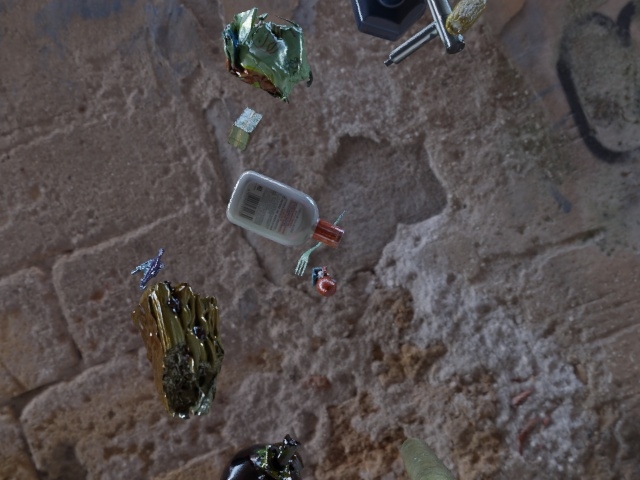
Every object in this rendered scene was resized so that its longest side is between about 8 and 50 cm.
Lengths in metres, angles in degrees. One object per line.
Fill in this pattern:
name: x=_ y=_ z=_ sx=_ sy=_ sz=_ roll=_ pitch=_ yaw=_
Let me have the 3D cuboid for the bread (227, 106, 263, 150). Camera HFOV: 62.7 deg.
bread: x=-0.264 y=-0.396 z=1.859 sx=0.084 sy=0.074 sz=0.139 roll=-59 pitch=7 yaw=44

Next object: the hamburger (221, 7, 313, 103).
hamburger: x=-0.127 y=-0.522 z=1.428 sx=0.150 sy=0.260 sz=0.276 roll=-46 pitch=7 yaw=40

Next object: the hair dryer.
hair dryer: x=0.321 y=-0.745 z=1.768 sx=0.284 sy=0.320 sz=0.155 roll=-12 pitch=-15 yaw=23

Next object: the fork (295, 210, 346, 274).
fork: x=-0.001 y=-0.001 z=1.484 sx=0.039 sy=0.021 sz=0.235 roll=18 pitch=67 yaw=48

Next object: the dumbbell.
dumbbell: x=0.139 y=-0.472 z=0.929 sx=0.160 sy=0.144 sz=0.325 roll=-43 pitch=3 yaw=2

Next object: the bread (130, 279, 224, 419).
bread: x=-0.365 y=0.294 z=1.436 sx=0.191 sy=0.370 sz=0.314 roll=-15 pitch=-7 yaw=-33

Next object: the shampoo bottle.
shampoo bottle: x=-0.062 y=-0.045 z=0.992 sx=0.051 sy=0.221 sz=0.108 roll=-62 pitch=-5 yaw=-83

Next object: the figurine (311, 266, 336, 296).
figurine: x=0.010 y=0.142 z=1.807 sx=0.075 sy=0.068 sz=0.140 roll=-3 pitch=25 yaw=-17

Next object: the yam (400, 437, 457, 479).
yam: x=0.210 y=0.453 z=1.021 sx=0.083 sy=0.083 sz=0.371 roll=-23 pitch=-11 yaw=0

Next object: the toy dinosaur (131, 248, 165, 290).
toy dinosaur: x=-0.440 y=0.075 z=1.353 sx=0.080 sy=0.045 sz=0.197 roll=-31 pitch=25 yaw=13

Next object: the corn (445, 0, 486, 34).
corn: x=0.444 y=-0.692 z=1.594 sx=0.080 sy=0.080 sz=0.238 roll=-29 pitch=16 yaw=48

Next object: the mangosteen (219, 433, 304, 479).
mangosteen: x=-0.146 y=0.633 z=1.413 sx=0.231 sy=0.231 sz=0.289 roll=-16 pitch=-48 yaw=-52
